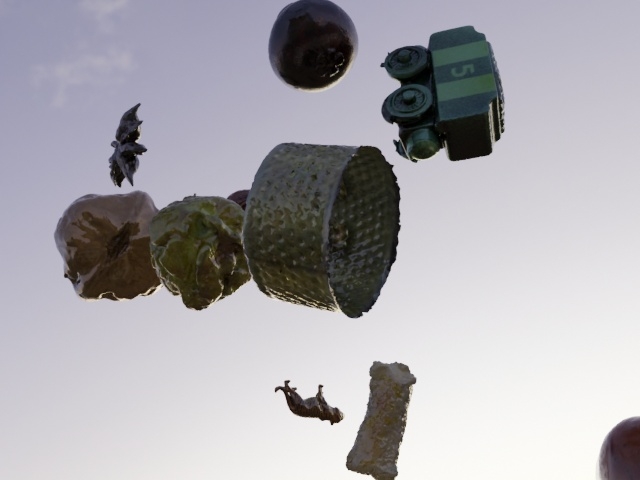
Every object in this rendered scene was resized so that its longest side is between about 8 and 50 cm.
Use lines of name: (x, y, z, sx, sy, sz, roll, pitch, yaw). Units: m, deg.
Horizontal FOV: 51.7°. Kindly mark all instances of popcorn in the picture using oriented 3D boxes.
popcorn: (-0.285, 0.020, 1.654, 0.282, 0.247, 0.282, -38, -32, -30)

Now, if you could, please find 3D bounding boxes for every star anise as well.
star anise: (-0.468, -0.221, 1.595, 0.061, 0.180, 0.204, 7, -56, -39)

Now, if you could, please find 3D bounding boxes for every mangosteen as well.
mangosteen: (-0.020, -0.415, 1.399, 0.210, 0.209, 0.209, -10, -28, -5)

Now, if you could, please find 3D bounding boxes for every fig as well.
fig: (-0.163, -0.103, 1.810, 0.201, 0.133, 0.146, -41, -41, 19)

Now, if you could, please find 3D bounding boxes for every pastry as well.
pastry: (0.132, 0.389, 1.426, 0.122, 0.258, 0.089, 14, -26, -1)

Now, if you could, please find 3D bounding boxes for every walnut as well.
walnut: (-0.592, 0.022, 1.945, 0.384, 0.383, 0.383, -10, -28, -5)

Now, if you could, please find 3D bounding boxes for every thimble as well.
thimble: (0.010, -0.020, 1.032, 0.150, 0.270, 0.271, 8, -19, 27)

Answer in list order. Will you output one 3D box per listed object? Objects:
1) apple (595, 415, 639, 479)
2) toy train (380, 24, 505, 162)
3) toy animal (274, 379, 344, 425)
apple: (0.550, 0.407, 0.906, 0.295, 0.364, 0.328, -12, -36, -24)
toy train: (0.246, -0.288, 1.336, 0.239, 0.298, 0.166, -8, -35, 14)
toy animal: (-0.027, 0.450, 1.834, 0.241, 0.099, 0.057, 20, -47, -35)
